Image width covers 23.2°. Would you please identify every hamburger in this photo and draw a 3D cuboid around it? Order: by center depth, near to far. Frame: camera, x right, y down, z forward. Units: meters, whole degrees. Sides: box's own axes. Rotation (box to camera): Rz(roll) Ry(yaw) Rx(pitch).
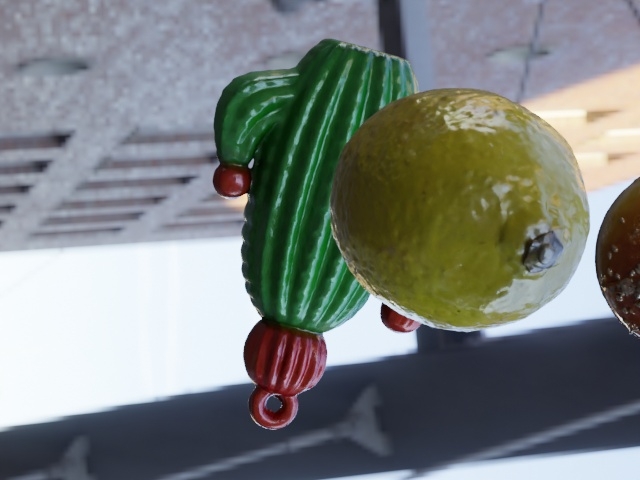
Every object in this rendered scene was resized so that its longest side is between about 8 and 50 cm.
[{"bbox_3d":[0.420,0.016,1.773,0.147,0.237,0.236,176,-90,-81],"label":"hamburger"}]

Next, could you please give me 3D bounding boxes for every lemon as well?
[{"bbox_3d":[0.062,-0.014,0.690,0.133,0.109,0.109,-152,-120,-61],"label":"lemon"}]

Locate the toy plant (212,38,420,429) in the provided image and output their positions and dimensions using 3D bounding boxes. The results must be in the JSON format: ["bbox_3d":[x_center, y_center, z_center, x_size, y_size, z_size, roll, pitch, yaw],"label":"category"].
[{"bbox_3d":[0.012,-0.008,0.997,0.088,0.155,0.240,-157,-123,-72],"label":"toy plant"}]
